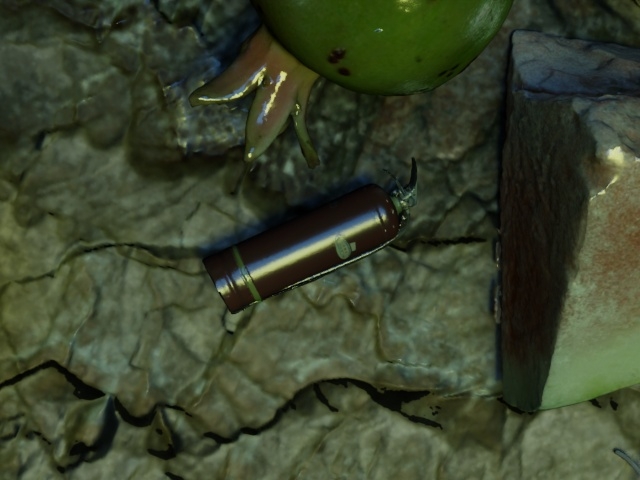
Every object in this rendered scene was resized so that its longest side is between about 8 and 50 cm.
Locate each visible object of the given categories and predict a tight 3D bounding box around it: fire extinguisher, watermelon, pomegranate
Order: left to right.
[{"bbox_3d":[0.000,0.000,0.622,0.158,0.043,0.064,-24,127,-4],"label":"fire extinguisher"},{"bbox_3d":[0.012,-0.150,0.557,0.181,0.181,0.224,41,109,-8],"label":"pomegranate"},{"bbox_3d":[0.220,-0.028,0.612,0.310,0.193,0.231,-32,117,10],"label":"watermelon"}]

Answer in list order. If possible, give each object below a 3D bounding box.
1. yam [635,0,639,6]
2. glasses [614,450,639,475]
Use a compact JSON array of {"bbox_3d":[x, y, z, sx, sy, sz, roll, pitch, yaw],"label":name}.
[{"bbox_3d":[0.273,-0.207,0.619,0.084,0.084,0.127,38,90,-8],"label":"yam"},{"bbox_3d":[0.271,0.177,0.658,0.104,0.062,0.139,-17,95,-4],"label":"glasses"}]
